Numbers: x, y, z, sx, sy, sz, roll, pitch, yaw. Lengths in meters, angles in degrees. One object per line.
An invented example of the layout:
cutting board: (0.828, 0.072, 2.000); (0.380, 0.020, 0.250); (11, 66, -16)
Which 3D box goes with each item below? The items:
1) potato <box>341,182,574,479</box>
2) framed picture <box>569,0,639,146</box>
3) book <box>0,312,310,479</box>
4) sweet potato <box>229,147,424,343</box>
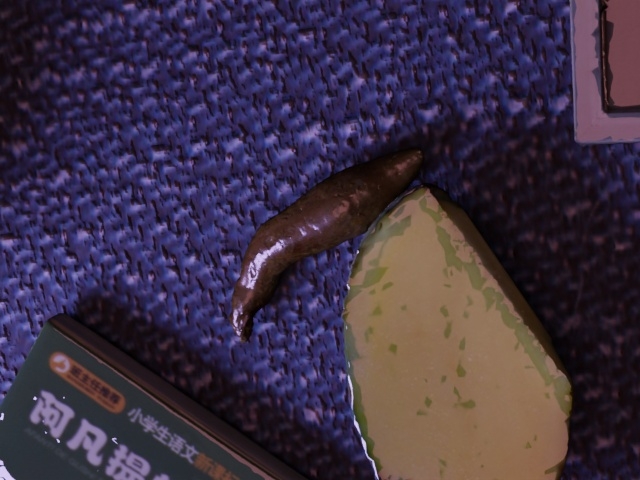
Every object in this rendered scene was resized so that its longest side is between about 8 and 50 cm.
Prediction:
potato: (0.073, 0.067, 0.793); (0.119, 0.054, 0.197); (-21, 92, 18)
framed picture: (0.266, -0.164, 0.714); (0.293, 0.018, 0.231); (-1, 100, 15)
book: (-0.137, 0.204, 0.888); (0.202, 0.027, 0.264); (34, 107, 7)
sweet potato: (-0.005, -0.004, 0.807); (0.153, 0.038, 0.041); (-42, 80, 20)
